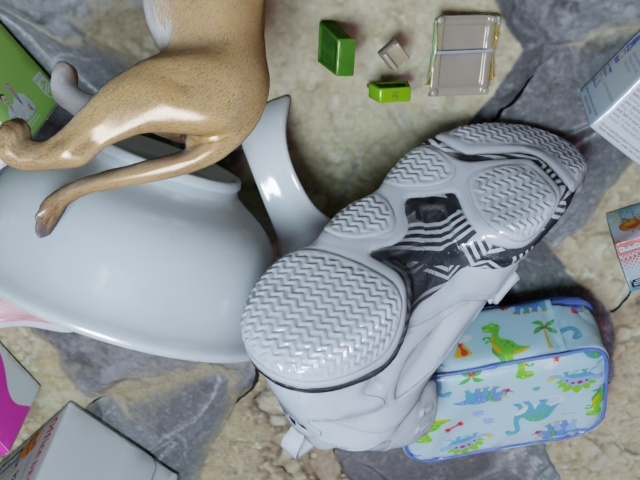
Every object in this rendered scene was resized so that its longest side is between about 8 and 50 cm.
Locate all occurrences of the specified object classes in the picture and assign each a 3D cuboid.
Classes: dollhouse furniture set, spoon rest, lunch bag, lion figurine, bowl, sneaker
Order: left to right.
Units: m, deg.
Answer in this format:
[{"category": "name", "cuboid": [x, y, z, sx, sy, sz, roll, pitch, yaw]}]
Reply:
[{"category": "sneaker", "cuboid": [-0.315, 0.055, 1.043, 0.134, 0.051, 0.070, 5, 122, -2]}, {"category": "bowl", "cuboid": [-0.157, -0.015, 0.873, 0.298, 0.298, 0.134, 20, 99, -8]}, {"category": "lion figurine", "cuboid": [-0.090, -0.188, 0.739, 0.240, 0.142, 0.392, 5, 90, 6]}, {"category": "spoon rest", "cuboid": [0.000, 0.000, 0.959, 0.137, 0.084, 0.276, -20, 118, 17]}, {"category": "dollhouse furniture set", "cuboid": [0.078, -0.167, 0.879, 0.152, 0.058, 0.076, -5, 117, -14]}, {"category": "sneaker", "cuboid": [0.088, 0.048, 0.888, 0.137, 0.366, 0.210, 39, 150, 30]}, {"category": "lunch bag", "cuboid": [0.178, 0.146, 1.014, 0.219, 0.090, 0.176, -10, 135, 4]}]

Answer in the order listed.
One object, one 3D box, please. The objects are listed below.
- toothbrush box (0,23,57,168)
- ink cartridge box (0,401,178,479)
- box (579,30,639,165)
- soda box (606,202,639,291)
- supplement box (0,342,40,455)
[{"category": "toothbrush box", "cuboid": [-0.407, -0.159, 0.868, 0.206, 0.122, 0.283, -30, 116, 22]}, {"category": "ink cartridge box", "cuboid": [-0.314, 0.343, 1.157, 0.168, 0.171, 0.233, 40, 117, -19]}, {"category": "box", "cuboid": [0.320, -0.125, 0.855, 0.126, 0.072, 0.137, 34, 120, -16]}, {"category": "soda box", "cuboid": [0.369, -0.015, 0.931, 0.183, 0.058, 0.063, -17, 120, 16]}, {"category": "supplement box", "cuboid": [-0.445, 0.200, 1.111, 0.220, 0.111, 0.114, -23, 117, 18]}]
